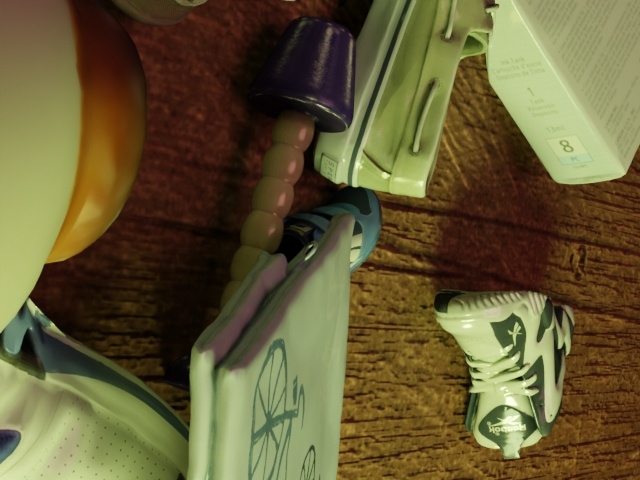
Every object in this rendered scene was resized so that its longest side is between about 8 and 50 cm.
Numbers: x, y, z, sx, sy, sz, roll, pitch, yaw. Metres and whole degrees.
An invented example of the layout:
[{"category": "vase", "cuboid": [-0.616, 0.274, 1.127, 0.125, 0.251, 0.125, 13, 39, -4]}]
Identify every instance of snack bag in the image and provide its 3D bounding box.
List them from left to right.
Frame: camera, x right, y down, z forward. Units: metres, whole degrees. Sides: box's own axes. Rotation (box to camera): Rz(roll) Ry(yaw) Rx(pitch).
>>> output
[{"category": "snack bag", "cuboid": [-0.031, 0.158, 0.864, 0.342, 0.037, 0.323, -54, 149, -69]}]

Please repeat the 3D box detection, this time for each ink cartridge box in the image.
[{"category": "ink cartridge box", "cuboid": [0.224, -0.294, 1.311, 0.385, 0.091, 0.308, 50, 55, -28]}]

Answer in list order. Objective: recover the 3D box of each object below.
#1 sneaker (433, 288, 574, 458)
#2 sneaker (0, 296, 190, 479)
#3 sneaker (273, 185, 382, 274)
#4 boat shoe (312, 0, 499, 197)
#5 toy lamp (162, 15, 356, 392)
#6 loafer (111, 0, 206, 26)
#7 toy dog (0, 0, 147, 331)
[{"category": "sneaker", "cuboid": [0.172, 0.127, 1.281, 0.235, 0.094, 0.153, 20, 72, -66]}, {"category": "sneaker", "cuboid": [-0.201, 0.110, 0.710, 0.182, 0.127, 0.315, -58, 139, -19]}, {"category": "sneaker", "cuboid": [0.000, 0.000, 1.034, 0.144, 0.053, 0.059, -55, 136, -36]}, {"category": "boat shoe", "cuboid": [0.088, -0.171, 1.064, 0.109, 0.094, 0.302, 81, 31, -78]}, {"category": "toy lamp", "cuboid": [-0.037, -0.023, 0.954, 0.080, 0.080, 0.274, 33, 72, -54]}, {"category": "loafer", "cuboid": [-0.092, -0.257, 0.799, 0.102, 0.092, 0.268, -29, 120, -50]}, {"category": "toy dog", "cuboid": [-0.229, 0.053, 0.366, 0.285, 0.395, 0.407, 26, 94, -47]}]
